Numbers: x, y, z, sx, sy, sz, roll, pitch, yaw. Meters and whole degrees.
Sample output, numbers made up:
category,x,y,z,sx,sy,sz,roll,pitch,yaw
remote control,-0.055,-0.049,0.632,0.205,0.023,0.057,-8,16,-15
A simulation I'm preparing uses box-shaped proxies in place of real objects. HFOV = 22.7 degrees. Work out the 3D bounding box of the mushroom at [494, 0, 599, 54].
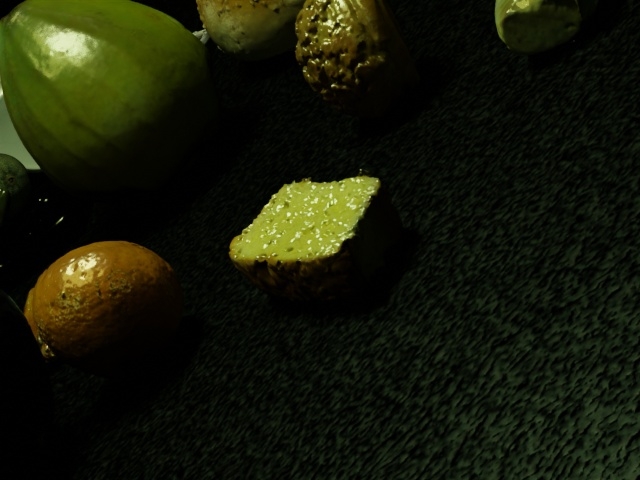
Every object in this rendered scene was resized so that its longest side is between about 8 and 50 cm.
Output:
category,x,y,z,sx,sy,sz,roll,pitch,yaw
mushroom,0.216,-0.272,1.464,0.100,0.081,0.312,-33,26,30

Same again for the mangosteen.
category,x,y,z,sx,sy,sz,roll,pitch,yaw
mangosteen,-0.344,0.142,1.408,0.216,0.216,0.216,-35,21,16

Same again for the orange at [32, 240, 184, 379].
category,x,y,z,sx,sy,sz,roll,pitch,yaw
orange,-0.187,0.062,1.425,0.135,0.117,0.135,-30,-21,-13

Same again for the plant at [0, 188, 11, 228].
category,x,y,z,sx,sy,sz,roll,pitch,yaw
plant,-0.528,0.087,2.036,0.333,0.251,0.180,-10,27,-29

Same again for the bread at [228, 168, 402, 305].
category,x,y,z,sx,sy,sz,roll,pitch,yaw
bread,0.000,0.000,1.305,0.103,0.065,0.187,-49,20,-26

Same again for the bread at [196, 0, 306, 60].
category,x,y,z,sx,sy,sz,roll,pitch,yaw
bread,-0.036,-0.351,1.954,0.305,0.159,0.305,-36,22,17

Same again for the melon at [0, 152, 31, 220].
category,x,y,z,sx,sy,sz,roll,pitch,yaw
melon,-0.455,-0.072,2.218,0.098,0.098,0.130,-53,15,-29

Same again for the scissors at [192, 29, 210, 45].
category,x,y,z,sx,sy,sz,roll,pitch,yaw
scissors,-0.193,-0.245,2.224,0.100,0.015,0.189,-34,22,11

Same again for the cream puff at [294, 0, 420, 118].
category,x,y,z,sx,sy,sz,roll,pitch,yaw
cream puff,0.030,-0.181,1.525,0.103,0.144,0.126,-28,-13,1

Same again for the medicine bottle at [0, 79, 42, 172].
category,x,y,z,sx,sy,sz,roll,pitch,yaw
medicine bottle,-0.445,-0.184,2.366,0.143,0.143,0.258,-43,20,-6

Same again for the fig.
category,x,y,z,sx,sy,sz,roll,pitch,yaw
fig,-0.247,-0.171,1.802,0.239,0.271,0.239,-48,10,11

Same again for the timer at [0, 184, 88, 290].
category,x,y,z,sx,sy,sz,roll,pitch,yaw
timer,-0.374,-0.003,1.992,0.187,0.055,0.144,-35,20,14

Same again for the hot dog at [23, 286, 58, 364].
category,x,y,z,sx,sy,sz,roll,pitch,yaw
hot dog,-0.282,0.080,1.668,0.071,0.045,0.165,-36,21,9
